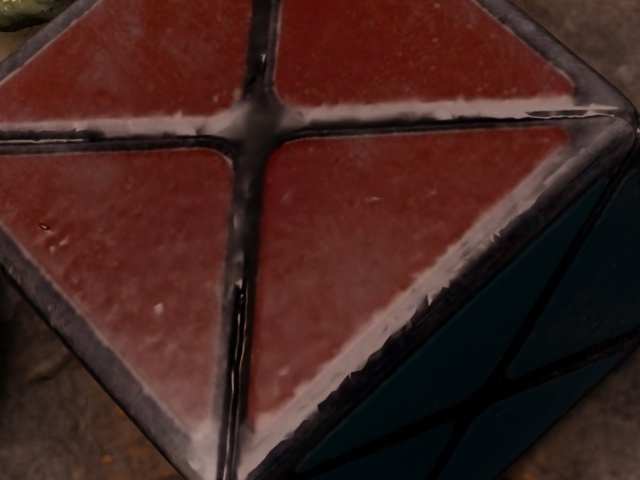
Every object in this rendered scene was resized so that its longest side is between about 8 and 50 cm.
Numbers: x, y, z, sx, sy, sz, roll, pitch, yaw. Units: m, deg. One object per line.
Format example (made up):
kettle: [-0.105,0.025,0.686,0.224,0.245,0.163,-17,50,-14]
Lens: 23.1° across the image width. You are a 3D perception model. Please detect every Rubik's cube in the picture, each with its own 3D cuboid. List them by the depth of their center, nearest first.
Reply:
Rubik's cube: [0.000,0.000,0.796,0.259,0.260,0.255,-42,65,-4]

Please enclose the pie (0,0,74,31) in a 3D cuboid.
pie: [-0.202,-0.268,1.053,0.274,0.105,0.257,41,95,26]
